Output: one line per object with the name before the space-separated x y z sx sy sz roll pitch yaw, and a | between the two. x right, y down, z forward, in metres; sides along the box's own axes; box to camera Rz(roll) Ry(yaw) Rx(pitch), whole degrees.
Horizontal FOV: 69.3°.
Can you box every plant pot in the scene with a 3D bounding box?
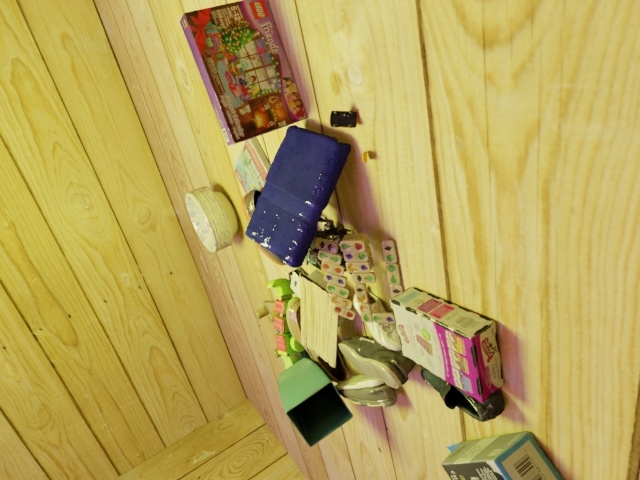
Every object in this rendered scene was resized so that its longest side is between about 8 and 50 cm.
plant pot | -0.039 0.504 1.516 0.165 0.166 0.234 61 170 -23

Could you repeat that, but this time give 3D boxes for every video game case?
video game case | -0.220 -0.213 1.570 0.204 0.025 0.285 62 156 5

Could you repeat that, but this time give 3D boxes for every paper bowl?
paper bowl | -0.463 -0.101 2.020 0.284 0.148 0.284 46 150 36

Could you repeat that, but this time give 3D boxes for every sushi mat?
sushi mat | -0.007 0.247 1.393 0.152 0.019 0.316 28 136 30

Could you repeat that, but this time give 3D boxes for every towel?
towel | -0.054 -0.108 1.106 0.228 0.076 0.308 31 102 45

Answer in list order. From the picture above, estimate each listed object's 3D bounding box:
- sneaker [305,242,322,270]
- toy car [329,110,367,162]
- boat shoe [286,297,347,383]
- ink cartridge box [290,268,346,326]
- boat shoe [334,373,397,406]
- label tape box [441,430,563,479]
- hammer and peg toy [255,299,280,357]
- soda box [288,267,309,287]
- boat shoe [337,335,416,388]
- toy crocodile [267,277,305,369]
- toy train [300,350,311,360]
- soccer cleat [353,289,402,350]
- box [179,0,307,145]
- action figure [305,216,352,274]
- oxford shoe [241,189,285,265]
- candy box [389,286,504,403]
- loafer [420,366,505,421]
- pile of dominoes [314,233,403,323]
sneaker | -0.036 -0.008 1.352 0.223 0.098 0.083 48 169 -27
toy car | 0.059 -0.215 0.971 0.040 0.060 0.121 -66 -39 -80
boat shoe | 0.000 0.342 1.576 0.110 0.122 0.341 8 131 57
ink cartridge box | 0.000 0.167 1.408 0.198 0.067 0.115 42 150 17
boat shoe | 0.133 0.463 1.422 0.091 0.109 0.305 65 153 9
label tape box | 0.393 0.564 0.994 0.249 0.115 0.347 56 153 17
hammer and peg toy | -0.123 0.409 1.858 0.266 0.127 0.361 -11 104 65
soda box | -0.040 0.162 1.541 0.169 0.053 0.060 41 147 41
boat shoe | 0.156 0.320 1.282 0.112 0.096 0.335 56 162 -11
toy crocodile | -0.119 0.298 1.632 0.115 0.105 0.340 5 100 53
toy train | -0.024 0.429 1.707 0.184 0.105 0.080 63 156 1
soccer cleat | 0.147 0.199 1.187 0.196 0.068 0.076 49 149 37
box | -0.173 -0.393 1.079 0.057 0.201 0.293 9 122 62
action figure | 0.000 0.000 1.199 0.275 0.141 0.164 54 152 29
oxford shoe | -0.171 -0.041 1.519 0.271 0.097 0.098 59 151 -4
candy box | 0.257 0.207 0.963 0.233 0.071 0.159 21 133 56
loafer | 0.290 0.323 1.003 0.223 0.078 0.076 12 124 61
pile of dominoes | 0.093 0.103 1.100 0.196 0.040 0.251 -2 117 24
